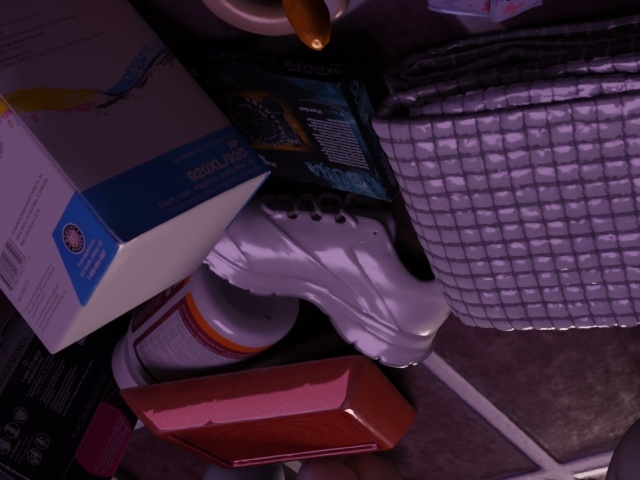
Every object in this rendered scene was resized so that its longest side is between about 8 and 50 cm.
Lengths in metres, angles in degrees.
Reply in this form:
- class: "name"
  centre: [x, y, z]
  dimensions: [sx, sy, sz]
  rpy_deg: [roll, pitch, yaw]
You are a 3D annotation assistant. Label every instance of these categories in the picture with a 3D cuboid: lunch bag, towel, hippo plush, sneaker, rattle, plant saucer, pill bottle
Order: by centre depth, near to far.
- class: "lunch bag"
  centre: [0.118, -0.191, 0.729]
  dimensions: [0.083, 0.053, 0.071]
  rpy_deg: [8, 161, 8]
- class: "rattle"
  centre: [-0.083, -0.179, 0.771]
  dimensions: [0.200, 0.142, 0.130]
  rpy_deg: [3, 155, 9]
- class: "towel"
  centre: [0.210, -0.054, 0.807]
  dimensions: [0.284, 0.121, 0.235]
  rpy_deg: [-6, 128, 24]
- class: "sneaker"
  centre: [0.000, 0.000, 0.972]
  dimensions: [0.297, 0.111, 0.129]
  rpy_deg: [26, 121, -11]
- class: "pill bottle"
  centre: [-0.127, 0.093, 1.081]
  dimensions: [0.121, 0.121, 0.221]
  rpy_deg: [34, 137, -16]
- class: "plant saucer"
  centre: [-0.044, 0.195, 1.108]
  dimensions: [0.259, 0.047, 0.258]
  rpy_deg: [-11, 155, 13]
- class: "hippo plush"
  centre: [-0.025, 0.365, 1.314]
  dimensions: [0.237, 0.234, 0.294]
  rpy_deg: [18, 133, 50]

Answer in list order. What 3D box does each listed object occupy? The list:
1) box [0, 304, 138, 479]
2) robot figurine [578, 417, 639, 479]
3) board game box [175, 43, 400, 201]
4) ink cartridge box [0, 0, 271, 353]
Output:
- class: "box"
  centre: [-0.307, 0.186, 1.152]
  dimensions: [0.142, 0.247, 0.163]
  rpy_deg: [-27, 120, 38]
- class: "robot figurine"
  centre: [0.432, 0.265, 0.998]
  dimensions: [0.354, 0.199, 0.300]
  rpy_deg: [8, 156, 12]
- class: "board game box"
  centre: [-0.027, -0.100, 0.860]
  dimensions: [0.186, 0.026, 0.126]
  rpy_deg: [16, 146, 39]
- class: "ink cartridge box"
  centre: [-0.199, -0.069, 0.840]
  dimensions: [0.232, 0.168, 0.171]
  rpy_deg: [50, 136, 8]
